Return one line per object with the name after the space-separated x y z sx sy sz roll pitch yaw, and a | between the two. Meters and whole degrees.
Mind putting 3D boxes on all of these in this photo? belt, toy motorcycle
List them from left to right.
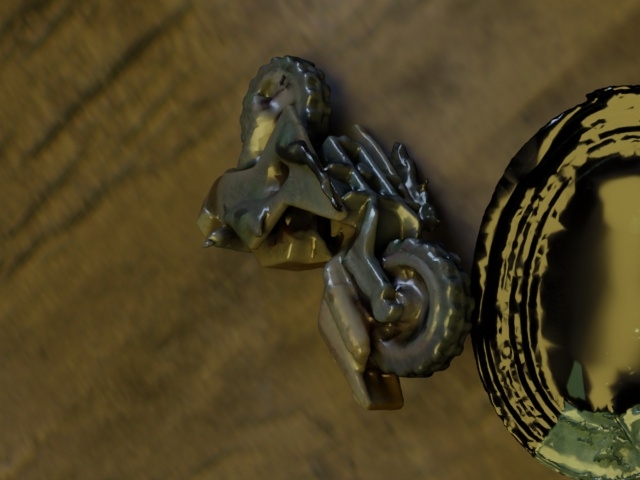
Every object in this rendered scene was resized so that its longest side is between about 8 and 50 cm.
-0.001 0.000 0.503 0.130 0.094 0.229 -52 49 26 | toy motorcycle
0.155 0.025 0.432 0.151 0.078 0.198 15 104 23 | belt
